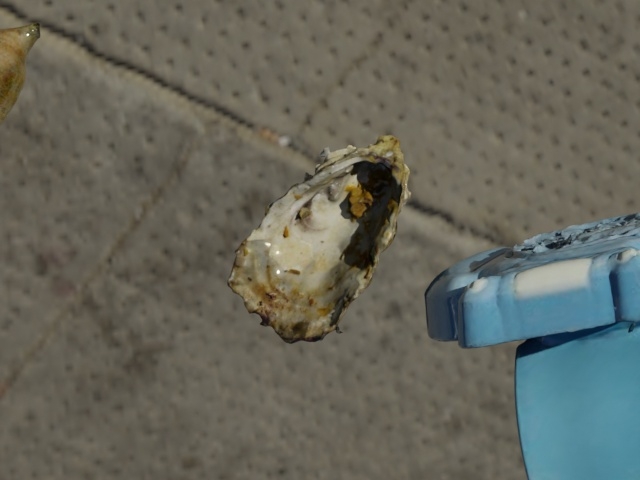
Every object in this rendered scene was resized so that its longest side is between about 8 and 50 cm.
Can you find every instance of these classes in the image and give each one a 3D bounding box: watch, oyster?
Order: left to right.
[{"bbox_3d":[0.006,-0.005,1.386,0.056,0.105,0.177,10,109,-60],"label":"oyster"},{"bbox_3d":[0.164,0.088,0.979,0.211,0.211,0.193,-16,97,1],"label":"watch"}]

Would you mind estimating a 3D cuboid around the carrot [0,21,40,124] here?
[{"bbox_3d":[-0.263,0.013,1.023,0.070,0.070,0.342,34,91,-35],"label":"carrot"}]
